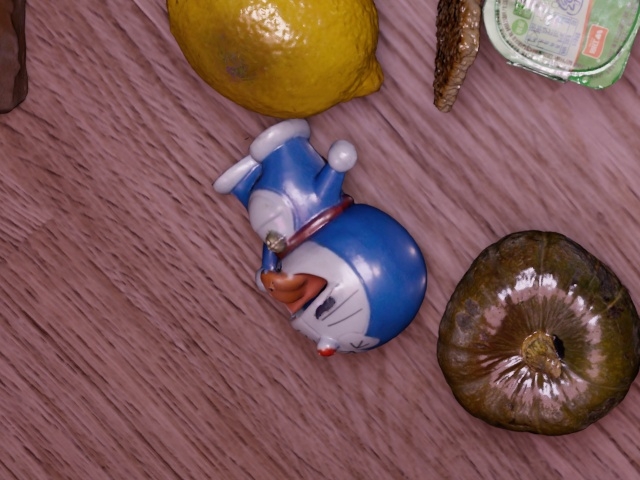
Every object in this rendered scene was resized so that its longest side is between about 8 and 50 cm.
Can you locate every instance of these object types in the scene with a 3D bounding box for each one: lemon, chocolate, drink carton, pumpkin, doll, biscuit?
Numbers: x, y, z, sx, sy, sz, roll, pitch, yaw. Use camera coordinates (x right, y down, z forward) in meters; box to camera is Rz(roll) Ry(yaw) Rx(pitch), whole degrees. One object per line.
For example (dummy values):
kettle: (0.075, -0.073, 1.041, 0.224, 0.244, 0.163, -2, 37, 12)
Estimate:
lemon: (-0.048, -0.221, 1.422, 0.257, 0.188, 0.188, 33, 111, -3)
chocolate: (-0.397, -0.230, 1.535, 0.148, 0.093, 0.214, 6, 109, 11)
drink carton: (0.237, -0.242, 1.381, 0.144, 0.142, 0.146, 19, 111, 2)
pumpkin: (0.229, 0.109, 1.493, 0.219, 0.162, 0.219, 2, 106, 7)
doll: (0.000, 0.000, 1.502, 0.257, 0.161, 0.215, 50, 138, 4)
biscuit: (0.136, -0.255, 1.398, 0.026, 0.131, 0.236, 8, 68, -7)
